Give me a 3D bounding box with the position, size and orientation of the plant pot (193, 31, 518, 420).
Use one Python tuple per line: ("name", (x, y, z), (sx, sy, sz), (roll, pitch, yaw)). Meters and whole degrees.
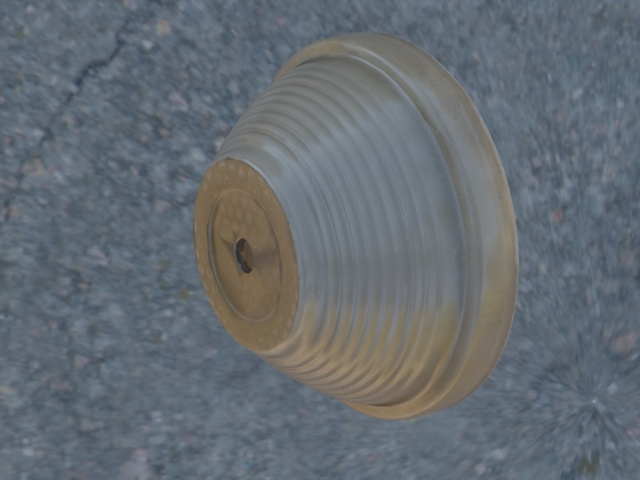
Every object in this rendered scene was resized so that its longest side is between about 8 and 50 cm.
("plant pot", (0.000, 0.000, 0.837), (0.110, 0.237, 0.237), (-14, 78, -34))
